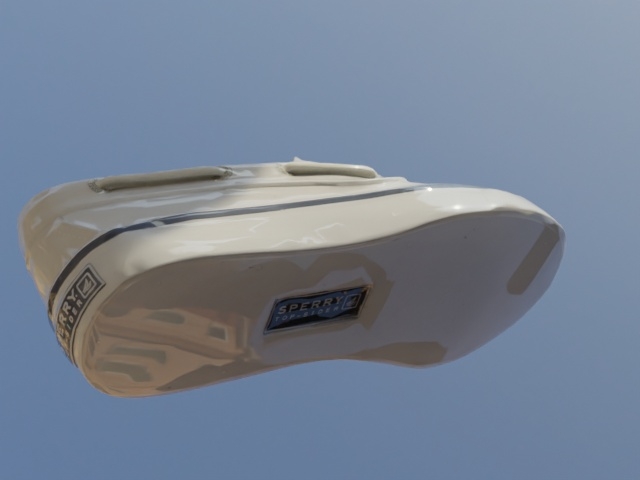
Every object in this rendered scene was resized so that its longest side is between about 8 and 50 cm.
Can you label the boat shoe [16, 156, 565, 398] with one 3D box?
[{"bbox_3d":[0.000,0.000,0.485,0.084,0.258,0.095,49,-56,37],"label":"boat shoe"}]
